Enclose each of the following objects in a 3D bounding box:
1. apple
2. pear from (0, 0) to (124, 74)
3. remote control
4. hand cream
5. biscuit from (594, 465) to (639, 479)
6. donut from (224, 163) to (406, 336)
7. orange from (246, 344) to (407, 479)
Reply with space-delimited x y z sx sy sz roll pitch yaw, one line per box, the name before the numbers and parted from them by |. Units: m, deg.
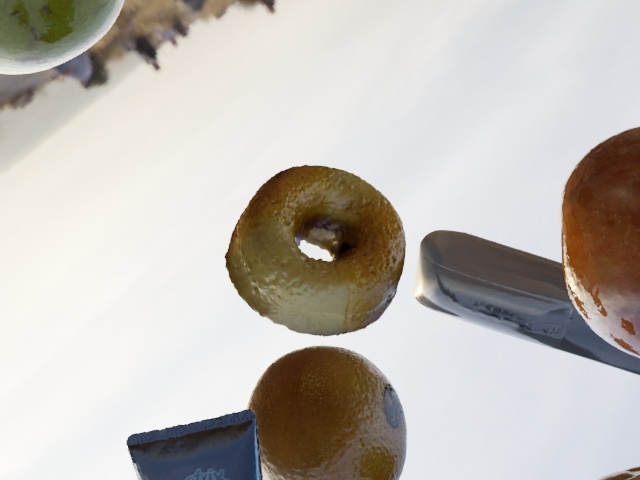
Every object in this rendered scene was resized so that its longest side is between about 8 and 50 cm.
apple | 0.282 0.003 0.832 0.162 0.201 0.201 7 -143 26
pear | -0.355 -0.325 1.128 0.283 0.283 0.283 -35 -166 10
remote control | 0.244 0.078 1.016 0.109 0.313 0.055 93 21 -45
hand cream | -0.101 0.287 0.965 0.120 0.270 0.061 -11 -159 -5
biscuit | 0.301 0.338 1.212 0.312 0.057 0.351 -32 157 21
donut | 0.001 0.000 0.946 0.190 0.174 0.074 -40 163 -47
orange | 0.009 0.254 1.343 0.236 0.236 0.236 -35 -166 10
